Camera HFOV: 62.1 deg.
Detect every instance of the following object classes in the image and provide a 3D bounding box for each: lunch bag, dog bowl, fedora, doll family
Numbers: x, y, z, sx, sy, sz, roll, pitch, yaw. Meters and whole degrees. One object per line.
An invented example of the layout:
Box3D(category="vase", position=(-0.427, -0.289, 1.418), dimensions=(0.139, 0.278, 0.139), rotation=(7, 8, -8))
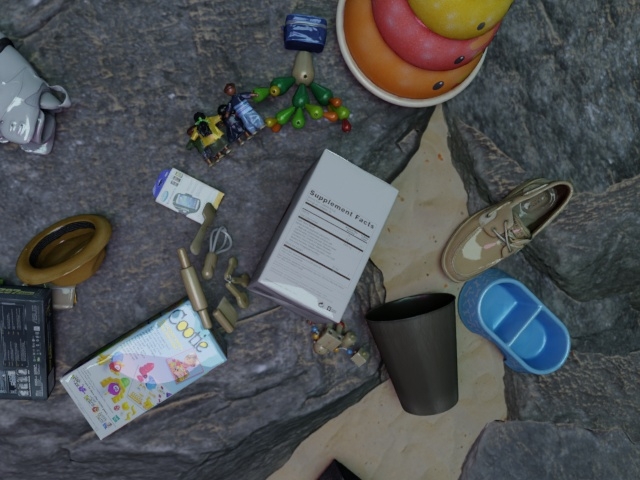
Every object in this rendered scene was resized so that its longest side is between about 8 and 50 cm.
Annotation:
Box3D(category="lunch bag", position=(-0.036, -0.446, 1.135), dimensions=(0.099, 0.067, 0.065), rotation=(5, 91, -9))
Box3D(category="dog bowl", position=(0.460, 0.196, 1.243), dimensions=(0.297, 0.074, 0.166), rotation=(43, 85, -9))
Box3D(category="fedora", position=(-0.493, 0.031, 1.051), dimensions=(0.194, 0.194, 0.079), rotation=(-25, 134, -8))
Box3D(category="doll family", position=(-0.201, -0.241, 1.096), dimensions=(0.193, 0.076, 0.111), rotation=(-34, 99, 4))

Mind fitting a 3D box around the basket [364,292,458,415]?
Box3D(category="basket", position=(0.217, 0.251, 1.168), dimensions=(0.205, 0.154, 0.226), rotation=(-13, 98, -8))

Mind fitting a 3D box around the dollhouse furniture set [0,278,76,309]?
Box3D(category="dollhouse furniture set", position=(-0.580, 0.103, 1.083), dimensions=(0.152, 0.059, 0.076), rotation=(4, 84, -29))

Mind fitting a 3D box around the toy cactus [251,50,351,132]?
Box3D(category="toy cactus", position=(-0.038, -0.313, 1.138), dimensions=(0.219, 0.112, 0.180), rotation=(5, 72, -8))

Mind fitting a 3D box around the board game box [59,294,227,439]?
Box3D(category="board game box", position=(-0.341, 0.241, 1.069), dimensions=(0.275, 0.142, 0.144), rotation=(-31, 96, -7))

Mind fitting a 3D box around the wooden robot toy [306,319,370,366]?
Box3D(category="wooden robot toy", position=(0.021, 0.225, 1.184), dimensions=(0.173, 0.076, 0.079), rotation=(35, 121, -9))

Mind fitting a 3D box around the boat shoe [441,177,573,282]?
Box3D(category="boat shoe", position=(0.420, -0.030, 1.208), dimensions=(0.341, 0.110, 0.121), rotation=(-41, 98, -6))

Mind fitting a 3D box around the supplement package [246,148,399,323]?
Box3D(category="supplement package", position=(0.000, 0.000, 1.077), dimensions=(0.175, 0.177, 0.292), rotation=(28, 74, -9))

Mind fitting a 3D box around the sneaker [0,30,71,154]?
Box3D(category="sneaker", position=(-0.652, -0.204, 1.000), dimensions=(0.210, 0.137, 0.365), rotation=(37, 82, -6))

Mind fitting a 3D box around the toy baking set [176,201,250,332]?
Box3D(category="toy baking set", position=(-0.217, 0.057, 1.072), dimensions=(0.030, 0.197, 0.256), rotation=(-17, 99, 22))

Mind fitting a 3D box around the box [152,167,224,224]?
Box3D(category="box", position=(-0.282, -0.094, 1.126), dimensions=(0.136, 0.028, 0.081), rotation=(27, 87, -7))

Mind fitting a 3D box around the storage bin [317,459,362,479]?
Box3D(category="storage bin", position=(0.078, 0.584, 1.165), dimensions=(0.180, 0.122, 0.084), rotation=(41, 85, -9))

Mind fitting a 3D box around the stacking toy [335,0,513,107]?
Box3D(category="stacking toy", position=(0.237, -0.460, 0.974), dimensions=(0.351, 0.480, 0.350), rotation=(0, 92, -9))

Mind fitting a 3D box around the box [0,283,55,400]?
Box3D(category="box", position=(-0.619, 0.198, 1.027), dimensions=(0.184, 0.059, 0.232), rotation=(4, 111, -11))
